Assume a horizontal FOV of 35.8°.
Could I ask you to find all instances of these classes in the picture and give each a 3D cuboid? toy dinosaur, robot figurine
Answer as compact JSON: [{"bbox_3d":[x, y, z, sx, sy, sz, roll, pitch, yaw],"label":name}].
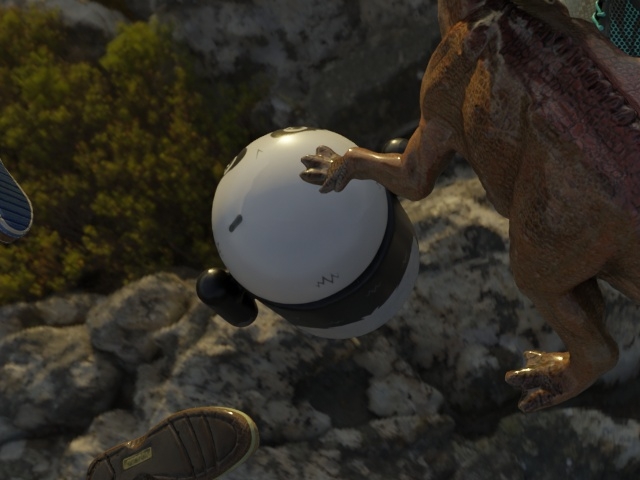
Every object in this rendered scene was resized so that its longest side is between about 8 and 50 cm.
[{"bbox_3d":[0.100,-0.052,0.412,0.127,0.200,0.295,-29,66,-23],"label":"toy dinosaur"},{"bbox_3d":[0.000,-0.003,0.971,0.174,0.278,0.209,14,78,20],"label":"robot figurine"}]

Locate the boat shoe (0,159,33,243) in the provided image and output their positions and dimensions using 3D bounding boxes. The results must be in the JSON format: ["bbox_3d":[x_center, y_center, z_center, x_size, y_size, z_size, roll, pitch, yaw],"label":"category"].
[{"bbox_3d":[-0.360,-0.047,1.048,0.066,0.066,0.183,-48,48,10],"label":"boat shoe"}]

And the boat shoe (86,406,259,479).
[{"bbox_3d":[-0.122,0.195,0.889,0.190,0.072,0.068,-21,61,31],"label":"boat shoe"}]

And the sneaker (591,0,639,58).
[{"bbox_3d":[0.220,-0.149,0.724,0.076,0.166,0.065,-20,23,19],"label":"sneaker"}]

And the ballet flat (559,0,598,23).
[{"bbox_3d":[0.220,-0.166,0.904,0.057,0.168,0.052,2,60,-17],"label":"ballet flat"}]
